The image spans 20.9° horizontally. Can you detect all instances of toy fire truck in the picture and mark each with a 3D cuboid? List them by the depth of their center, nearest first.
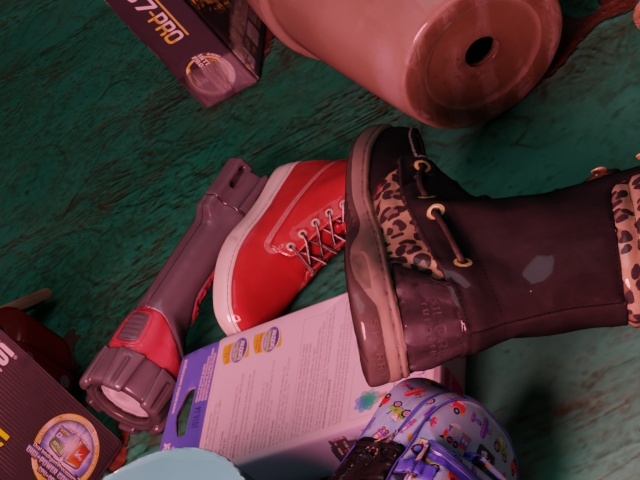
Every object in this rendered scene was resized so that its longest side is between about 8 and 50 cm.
[{"bbox_3d":[-0.362,0.128,1.952,0.217,0.158,0.246,-15,52,34],"label":"toy fire truck"}]

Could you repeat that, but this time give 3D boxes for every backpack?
[{"bbox_3d":[0.096,0.200,1.391,0.117,0.158,0.173,-7,42,52],"label":"backpack"}]

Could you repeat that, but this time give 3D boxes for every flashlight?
[{"bbox_3d":[-0.137,0.061,1.837,0.304,0.103,0.103,-58,3,-31],"label":"flashlight"}]

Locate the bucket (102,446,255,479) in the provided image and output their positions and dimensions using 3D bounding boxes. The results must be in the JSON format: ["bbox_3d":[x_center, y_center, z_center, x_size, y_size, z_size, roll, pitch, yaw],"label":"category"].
[{"bbox_3d":[-0.106,0.319,1.425,0.281,0.183,0.281,-26,37,21],"label":"bucket"}]

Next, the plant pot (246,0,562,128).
[{"bbox_3d":[0.106,-0.276,1.829,0.323,0.323,0.280,-38,50,3],"label":"plant pot"}]

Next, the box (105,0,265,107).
[{"bbox_3d":[-0.191,-0.405,2.215,0.097,0.318,0.395,-24,36,24],"label":"box"}]

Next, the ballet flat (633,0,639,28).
[{"bbox_3d":[0.403,-0.249,1.688,0.206,0.073,0.067,-31,49,20],"label":"ballet flat"}]

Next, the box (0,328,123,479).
[{"bbox_3d":[-0.351,0.207,1.714,0.060,0.270,0.216,8,56,49],"label":"box"}]

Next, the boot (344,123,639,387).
[{"bbox_3d":[0.167,-0.012,1.515,0.284,0.138,0.377,-9,23,7],"label":"boot"}]

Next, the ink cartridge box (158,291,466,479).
[{"bbox_3d":[-0.008,0.143,1.641,0.311,0.065,0.185,-19,38,24],"label":"ink cartridge box"}]

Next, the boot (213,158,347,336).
[{"bbox_3d":[0.000,0.000,1.779,0.176,0.088,0.244,-8,42,37],"label":"boot"}]
